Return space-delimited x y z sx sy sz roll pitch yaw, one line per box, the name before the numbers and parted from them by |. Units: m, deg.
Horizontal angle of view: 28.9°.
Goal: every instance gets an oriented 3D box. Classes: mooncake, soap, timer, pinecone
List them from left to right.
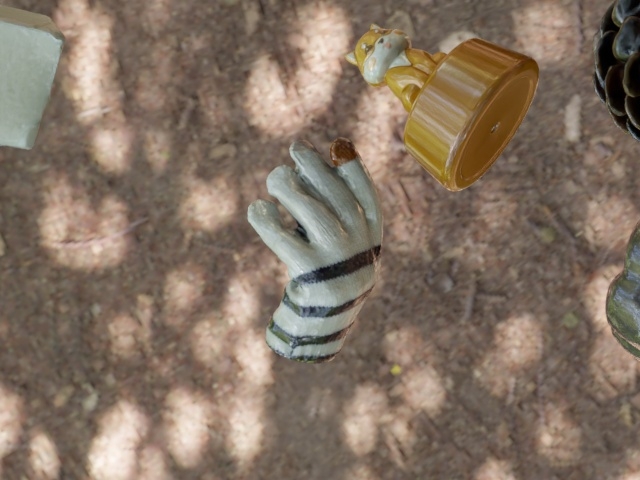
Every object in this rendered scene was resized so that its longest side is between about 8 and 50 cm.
soap | -0.333 -0.156 1.109 0.064 0.183 0.121 44 119 51
timer | 0.091 -0.136 1.075 0.152 0.132 0.132 36 128 19
mooncake | 0.469 0.053 1.618 0.133 0.245 0.245 27 124 28
pinecone | 0.374 -0.181 1.199 0.224 0.272 0.224 4 107 15

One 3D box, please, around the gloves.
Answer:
gloves | 0.007 0.007 1.285 0.131 0.140 0.218 36 114 40
